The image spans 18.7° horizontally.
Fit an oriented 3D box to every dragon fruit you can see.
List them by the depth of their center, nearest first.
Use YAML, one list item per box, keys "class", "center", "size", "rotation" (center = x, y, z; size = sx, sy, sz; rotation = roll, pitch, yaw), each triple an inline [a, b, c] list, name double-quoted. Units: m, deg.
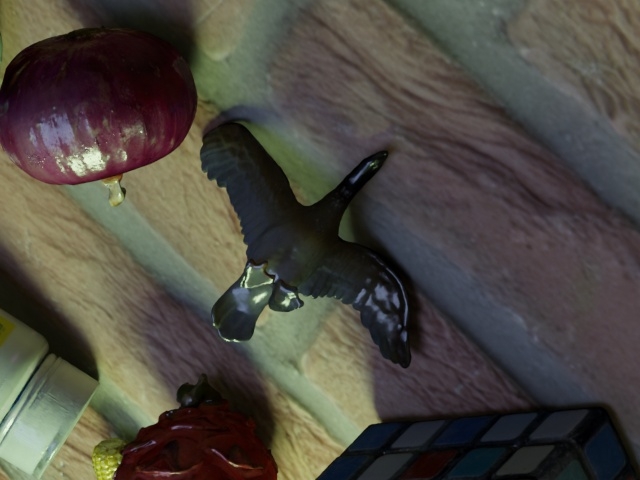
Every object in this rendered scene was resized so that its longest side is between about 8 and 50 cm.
- class: "dragon fruit"
  center: [-0.125, 0.248, 1.897]
  size: [0.172, 0.209, 0.172]
  rotation: [15, 147, 10]

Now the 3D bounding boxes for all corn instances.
- class: "corn"
  center: [-0.188, 0.302, 2.085]
  size: [0.072, 0.072, 0.203]
  rotation: [-1, 118, 43]

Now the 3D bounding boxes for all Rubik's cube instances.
- class: "Rubik's cube"
  center: [0.122, 0.338, 1.662]
  size: [0.287, 0.293, 0.292]
  rotation: [-11, 110, 46]

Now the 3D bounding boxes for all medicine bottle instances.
- class: "medicine bottle"
  center: [-0.370, 0.132, 2.032]
  size: [0.258, 0.143, 0.143]
  rotation: [33, 139, -4]

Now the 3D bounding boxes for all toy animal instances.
- class: "toy animal"
  center: [-0.004, 0.006, 1.647]
  size: [0.272, 0.160, 0.197]
  rotation: [43, 138, -3]

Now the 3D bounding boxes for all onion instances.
- class: "onion"
  center: [-0.195, -0.114, 1.690]
  size: [0.177, 0.177, 0.153]
  rotation: [-20, 76, 48]

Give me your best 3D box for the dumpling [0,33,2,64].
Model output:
- class: "dumpling"
  center: [-0.377, -0.180, 1.855]
  size: [0.149, 0.105, 0.216]
  rotation: [36, 138, 15]
